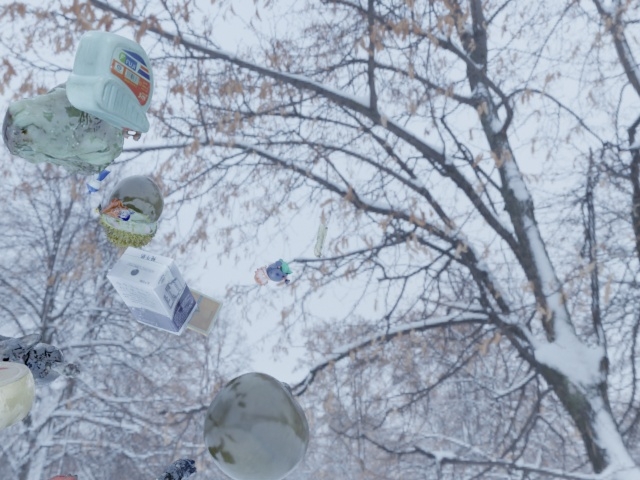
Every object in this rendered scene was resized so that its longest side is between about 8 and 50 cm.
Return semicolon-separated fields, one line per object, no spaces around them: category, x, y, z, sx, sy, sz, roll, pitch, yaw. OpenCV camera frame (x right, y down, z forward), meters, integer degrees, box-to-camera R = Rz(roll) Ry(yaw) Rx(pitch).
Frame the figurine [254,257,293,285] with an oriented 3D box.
figurine;-0.207;0.148;2.354;0.195;0.102;0.111;-25;-71;34

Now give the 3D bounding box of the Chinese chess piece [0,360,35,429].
Chinese chess piece;-1.015;0.458;1.550;0.338;0.141;0.338;0;3;0

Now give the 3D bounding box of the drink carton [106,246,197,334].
drink carton;-0.412;0.128;1.328;0.134;0.102;0.222;16;-34;18

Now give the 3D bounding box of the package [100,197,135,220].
package;-0.708;-0.106;1.882;0.077;0.033;0.110;-30;-38;23

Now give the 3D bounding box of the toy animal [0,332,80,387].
toy animal;-1.079;0.437;1.953;0.302;0.194;0.344;4;-19;19

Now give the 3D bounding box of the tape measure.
tape measure;-0.556;-0.420;1.434;0.125;0.246;0.243;9;-4;15

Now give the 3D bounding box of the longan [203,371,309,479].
longan;-0.198;0.596;1.705;0.360;0.361;0.361;0;-28;0

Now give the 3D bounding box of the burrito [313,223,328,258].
burrito;0.000;0.000;2.172;0.041;0.185;0.045;10;-52;3

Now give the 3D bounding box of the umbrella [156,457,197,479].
umbrella;-0.428;0.679;1.572;0.070;0.071;0.248;-4;-17;6

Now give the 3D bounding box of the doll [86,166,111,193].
doll;-0.797;-0.229;1.921;0.057;0.143;0.099;30;5;-2

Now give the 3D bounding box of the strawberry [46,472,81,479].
strawberry;-0.529;0.585;1.132;0.188;0.121;0.082;38;-49;6

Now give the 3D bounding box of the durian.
durian;-0.748;-0.042;2.011;0.237;0.193;0.138;30;-63;-28

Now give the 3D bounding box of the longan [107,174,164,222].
longan;-0.759;-0.148;2.194;0.215;0.246;0.246;16;-17;32

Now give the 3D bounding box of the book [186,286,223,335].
book;-0.533;0.270;2.160;0.241;0.170;0.018;24;-43;-4

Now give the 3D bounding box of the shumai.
shumai;-0.786;-0.319;1.595;0.304;0.263;0.309;25;-62;22
